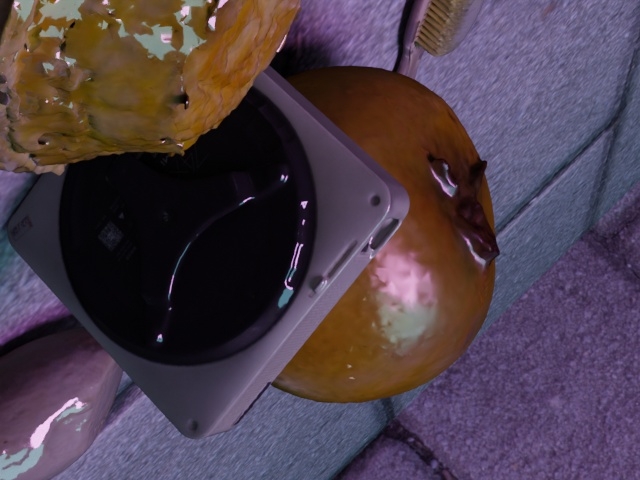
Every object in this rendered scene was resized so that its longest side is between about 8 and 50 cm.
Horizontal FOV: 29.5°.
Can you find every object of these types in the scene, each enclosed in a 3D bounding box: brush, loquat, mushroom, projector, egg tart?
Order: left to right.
[{"bbox_3d":[-0.311,0.180,1.144,0.350,0.128,0.128,-25,152,-37],"label":"mushroom"},{"bbox_3d":[-0.092,-0.164,0.768,0.341,0.132,0.341,-60,173,-12],"label":"egg tart"},{"bbox_3d":[-0.101,-0.018,0.963,0.257,0.259,0.079,-51,160,14],"label":"projector"},{"bbox_3d":[0.000,0.000,1.187,0.359,0.328,0.328,-10,-179,32],"label":"loquat"},{"bbox_3d":[0.121,-0.209,1.351,0.072,0.067,0.313,-35,160,-32],"label":"brush"}]
